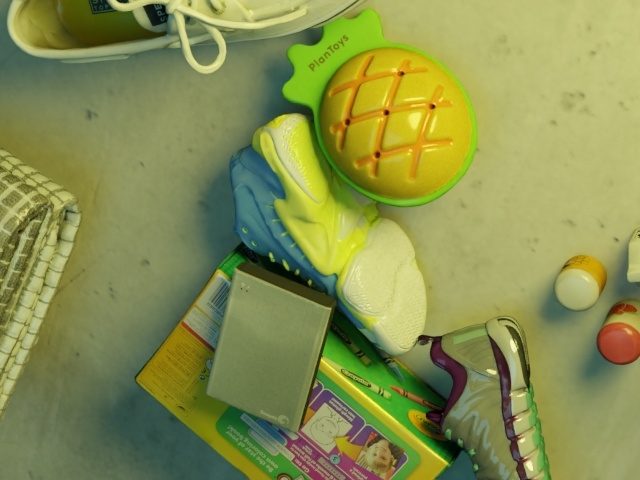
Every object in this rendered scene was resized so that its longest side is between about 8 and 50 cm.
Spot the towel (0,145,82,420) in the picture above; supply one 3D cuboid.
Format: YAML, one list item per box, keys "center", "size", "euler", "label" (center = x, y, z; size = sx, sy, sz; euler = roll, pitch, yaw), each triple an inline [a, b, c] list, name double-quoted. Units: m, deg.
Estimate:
- center: [-0.383, 0.032, 1.426]
  size: [0.235, 0.121, 0.284]
  euler: [29, 101, 21]
  label: "towel"

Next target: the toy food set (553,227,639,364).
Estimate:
- center: [0.299, 0.055, 1.211]
  size: [0.232, 0.104, 0.111]
  euler: [-7, 109, 26]
  label: "toy food set"

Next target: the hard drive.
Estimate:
- center: [-0.045, 0.096, 1.330]
  size: [0.094, 0.022, 0.135]
  euler: [22, 118, 13]
  label: "hard drive"

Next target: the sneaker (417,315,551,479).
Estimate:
- center: [0.149, 0.181, 1.328]
  size: [0.098, 0.083, 0.224]
  euler: [-10, 91, 11]
  label: "sneaker"

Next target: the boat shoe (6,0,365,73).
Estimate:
- center: [-0.115, -0.210, 1.221]
  size: [0.367, 0.156, 0.136]
  euler: [-4, 113, 31]
  label: "boat shoe"

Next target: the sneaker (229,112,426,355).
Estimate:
- center: [0.000, 0.000, 1.341]
  size: [0.126, 0.091, 0.240]
  euler: [-15, 107, 47]
  label: "sneaker"

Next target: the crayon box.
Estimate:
- center: [-0.018, 0.153, 1.405]
  size: [0.278, 0.081, 0.165]
  euler: [40, 122, 2]
  label: "crayon box"

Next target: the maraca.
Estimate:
- center: [0.049, -0.111, 1.250]
  size: [0.127, 0.099, 0.186]
  euler: [-42, 76, 1]
  label: "maraca"
